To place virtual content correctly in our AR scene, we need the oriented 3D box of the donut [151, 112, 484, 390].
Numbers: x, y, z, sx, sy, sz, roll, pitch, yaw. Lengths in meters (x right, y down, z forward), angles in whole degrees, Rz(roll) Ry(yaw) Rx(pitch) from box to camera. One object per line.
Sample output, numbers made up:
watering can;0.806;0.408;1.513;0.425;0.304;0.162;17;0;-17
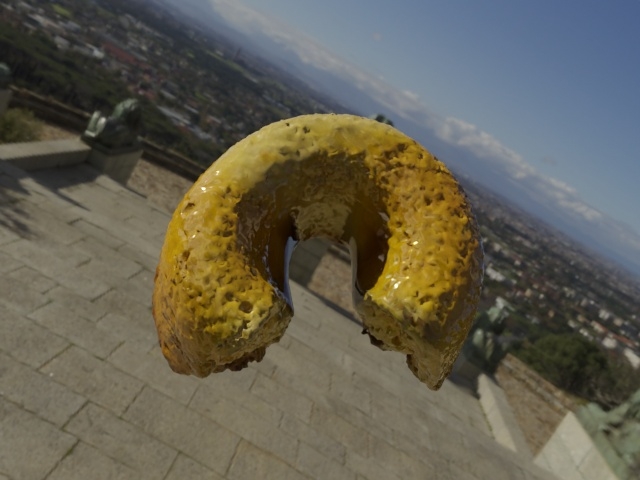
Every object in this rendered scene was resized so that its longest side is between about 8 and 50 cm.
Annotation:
donut;0.000;0.000;0.891;0.436;0.377;0.163;-2;-25;-8
